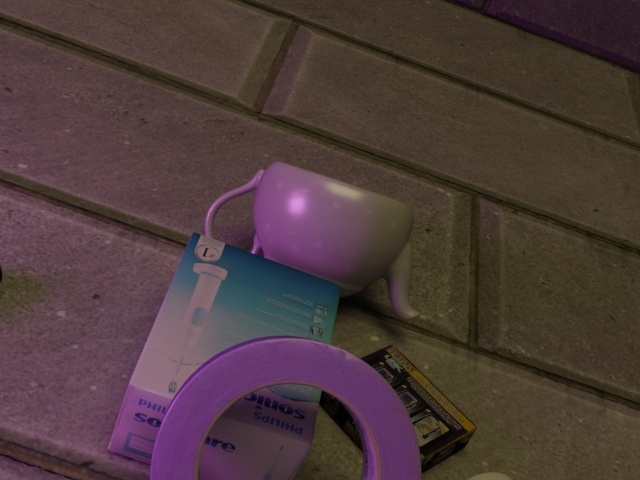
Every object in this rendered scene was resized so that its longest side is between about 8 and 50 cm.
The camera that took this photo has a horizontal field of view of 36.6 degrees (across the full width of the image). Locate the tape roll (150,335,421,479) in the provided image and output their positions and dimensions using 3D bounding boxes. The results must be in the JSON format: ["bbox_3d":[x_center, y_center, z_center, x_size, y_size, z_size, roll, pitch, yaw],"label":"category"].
[{"bbox_3d":[-0.037,0.238,1.013,0.275,0.274,0.090,19,-6,-4],"label":"tape roll"}]

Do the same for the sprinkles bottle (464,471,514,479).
[{"bbox_3d":[0.249,0.401,1.010,0.121,0.121,0.355,1,27,-27],"label":"sprinkles bottle"}]

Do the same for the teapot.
[{"bbox_3d":[0.000,0.000,1.418,0.253,0.187,0.256,16,5,-41],"label":"teapot"}]

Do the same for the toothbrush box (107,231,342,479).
[{"bbox_3d":[-0.108,0.151,1.202,0.217,0.126,0.295,20,35,-6],"label":"toothbrush box"}]

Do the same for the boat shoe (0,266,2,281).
[{"bbox_3d":[-0.504,0.050,1.155,0.258,0.089,0.109,-14,50,-40],"label":"boat shoe"}]

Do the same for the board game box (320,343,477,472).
[{"bbox_3d":[0.099,0.227,1.281,0.141,0.048,0.170,-15,50,-43],"label":"board game box"}]
